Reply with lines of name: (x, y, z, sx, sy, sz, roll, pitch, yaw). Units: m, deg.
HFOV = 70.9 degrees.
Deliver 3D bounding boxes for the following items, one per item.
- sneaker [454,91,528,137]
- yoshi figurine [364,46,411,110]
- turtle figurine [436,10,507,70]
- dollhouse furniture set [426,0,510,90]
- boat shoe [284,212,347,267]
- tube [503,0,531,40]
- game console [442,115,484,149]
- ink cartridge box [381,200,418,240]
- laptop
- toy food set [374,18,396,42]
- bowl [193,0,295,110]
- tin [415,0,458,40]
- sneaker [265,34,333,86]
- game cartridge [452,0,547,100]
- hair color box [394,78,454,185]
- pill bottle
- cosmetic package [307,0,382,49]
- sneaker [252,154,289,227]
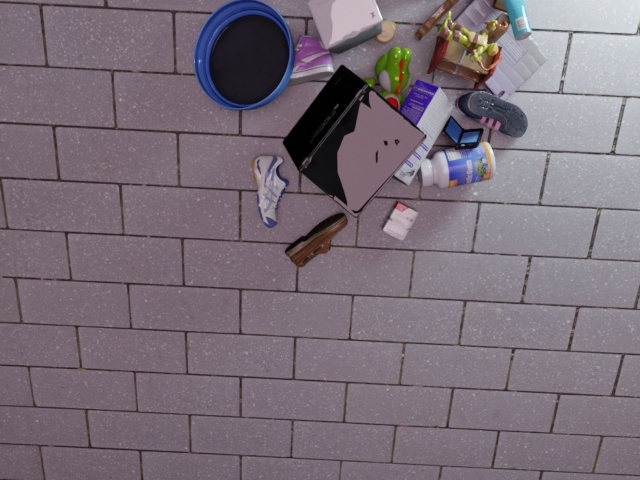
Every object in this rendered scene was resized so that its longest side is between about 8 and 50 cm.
sneaker: (0.659, -0.490, 1.733, 0.319, 0.131, 0.112, 19, 98, -28)
yoshi figurine: (0.256, -0.547, 1.708, 0.203, 0.204, 0.362, 32, 126, 33)
turtle figurine: (0.498, -0.663, 1.471, 0.217, 0.087, 0.269, 28, 65, 0)
dollhouse furniture set: (0.549, -0.756, 1.595, 0.202, 0.152, 0.373, 20, 88, -4)
boat shoe: (0.000, 0.000, 1.880, 0.307, 0.110, 0.104, -33, 107, 19)
tube: (0.653, -0.778, 1.504, 0.080, 0.052, 0.206, -11, 85, -14)
game console: (0.547, -0.418, 1.717, 0.124, 0.144, 0.085, 2, 131, 31)
ink cartridge box: (0.329, -0.083, 1.870, 0.099, 0.056, 0.135, 27, 104, -6)
laptop: (0.102, -0.375, 1.664, 0.236, 0.407, 0.382, 29, 110, -35)
toy food set: (0.240, -0.786, 1.690, 0.083, 0.020, 0.083, 14, 106, -3)
bowl: (-0.274, -0.666, 1.640, 0.392, 0.077, 0.390, 1, 92, 18)
tin: (0.422, -0.813, 1.638, 0.190, 0.106, 0.040, -44, 93, 11)
sneaker: (-0.101, -0.678, 1.696, 0.282, 0.102, 0.160, -11, 94, 1)
game cartridge: (0.648, -0.724, 1.685, 0.355, 0.068, 0.230, 43, 98, -10)
hair color box: (0.339, -0.390, 1.658, 0.110, 0.185, 0.338, 34, 99, 33)
pill bottle: (0.523, -0.287, 1.760, 0.272, 0.152, 0.152, -11, 105, 4)
cosmetic package: (0.097, -0.744, 1.515, 0.197, 0.365, 0.155, -21, 104, 14)
sneaker: (-0.189, -0.196, 1.817, 0.131, 0.112, 0.296, -6, 106, 2)
